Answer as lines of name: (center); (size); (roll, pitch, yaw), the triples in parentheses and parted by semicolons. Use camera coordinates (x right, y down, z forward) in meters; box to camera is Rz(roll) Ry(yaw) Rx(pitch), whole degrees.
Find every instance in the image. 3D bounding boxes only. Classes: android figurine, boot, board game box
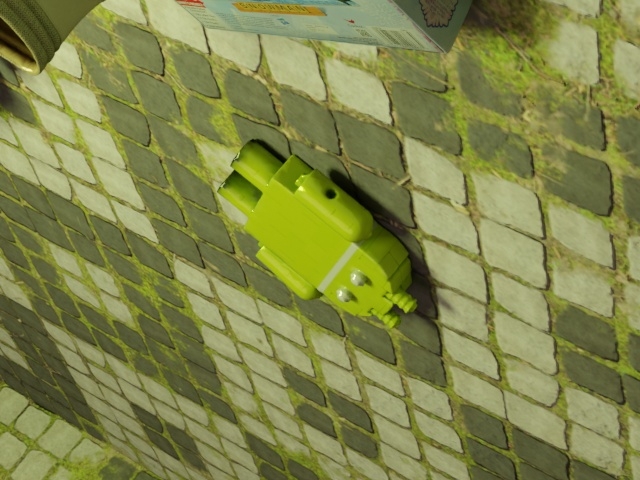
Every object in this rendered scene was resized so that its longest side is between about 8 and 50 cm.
android figurine: (0.000, 0.000, 1.733); (0.273, 0.056, 0.248); (42, 155, 1)
boot: (-0.314, -0.314, 1.465); (0.262, 0.203, 0.095); (47, 154, -19)
board game box: (-0.080, -0.277, 1.256); (0.319, 0.066, 0.318); (13, 164, 43)
